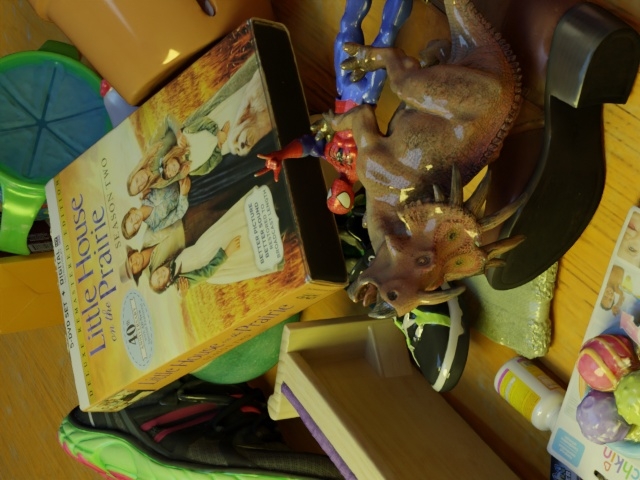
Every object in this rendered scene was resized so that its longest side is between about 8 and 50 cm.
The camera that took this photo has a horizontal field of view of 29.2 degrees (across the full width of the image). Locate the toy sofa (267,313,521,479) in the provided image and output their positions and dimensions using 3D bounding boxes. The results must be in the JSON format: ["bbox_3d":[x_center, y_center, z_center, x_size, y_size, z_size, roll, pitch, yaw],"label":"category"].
[{"bbox_3d":[0.086,0.230,1.191,0.362,0.150,0.177,46,135,52],"label":"toy sofa"}]

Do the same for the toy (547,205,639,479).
[{"bbox_3d":[0.250,0.105,0.997,0.137,0.056,0.237,37,116,49],"label":"toy"}]

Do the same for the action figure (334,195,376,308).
[{"bbox_3d":[0.000,0.000,1.396,0.232,0.063,0.137,20,117,58],"label":"action figure"}]

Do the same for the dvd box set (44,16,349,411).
[{"bbox_3d":[-0.159,-0.015,1.385,0.420,0.062,0.308,-30,64,40],"label":"dvd box set"}]

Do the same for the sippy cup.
[{"bbox_3d":[-0.442,-0.141,1.910,0.240,0.305,0.224,46,152,3],"label":"sippy cup"}]

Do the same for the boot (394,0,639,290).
[{"bbox_3d":[0.137,-0.126,1.119,0.280,0.096,0.264,42,131,46],"label":"boot"}]

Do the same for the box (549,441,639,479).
[{"bbox_3d":[0.251,0.289,1.090,0.114,0.036,0.207,19,113,54],"label":"box"}]

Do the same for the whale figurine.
[{"bbox_3d":[-0.112,0.084,1.534,0.216,0.141,0.272,-57,17,-1],"label":"whale figurine"}]

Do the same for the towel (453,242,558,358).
[{"bbox_3d":[0.169,0.042,1.170,0.148,0.027,0.110,26,117,54],"label":"towel"}]

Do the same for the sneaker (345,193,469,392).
[{"bbox_3d":[0.075,0.051,1.207,0.084,0.097,0.235,106,157,-45],"label":"sneaker"}]

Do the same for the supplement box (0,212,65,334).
[{"bbox_3d":[-0.464,0.036,1.994,0.194,0.191,0.129,42,131,46],"label":"supplement box"}]

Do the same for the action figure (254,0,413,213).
[{"bbox_3d":[0.021,-0.148,1.160,0.091,0.139,0.280,18,115,25],"label":"action figure"}]

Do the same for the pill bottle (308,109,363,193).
[{"bbox_3d":[-0.020,-0.099,1.368,0.169,0.094,0.094,24,117,53],"label":"pill bottle"}]

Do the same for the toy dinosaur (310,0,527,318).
[{"bbox_3d":[0.104,-0.079,1.009,0.200,0.127,0.296,27,95,48],"label":"toy dinosaur"}]

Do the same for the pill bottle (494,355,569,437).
[{"bbox_3d":[0.200,0.145,1.129,0.083,0.043,0.043,43,131,45],"label":"pill bottle"}]

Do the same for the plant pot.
[{"bbox_3d":[-0.183,-0.292,1.437,0.203,0.291,0.291,60,145,2],"label":"plant pot"}]

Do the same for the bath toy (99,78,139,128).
[{"bbox_3d":[-0.182,-0.140,1.575,0.348,0.151,0.129,38,170,50],"label":"bath toy"}]

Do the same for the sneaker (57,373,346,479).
[{"bbox_3d":[-0.137,0.236,1.527,0.482,0.185,0.202,11,68,39],"label":"sneaker"}]
